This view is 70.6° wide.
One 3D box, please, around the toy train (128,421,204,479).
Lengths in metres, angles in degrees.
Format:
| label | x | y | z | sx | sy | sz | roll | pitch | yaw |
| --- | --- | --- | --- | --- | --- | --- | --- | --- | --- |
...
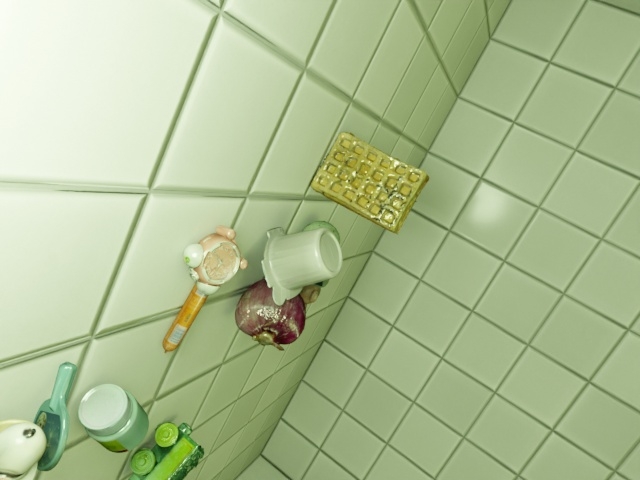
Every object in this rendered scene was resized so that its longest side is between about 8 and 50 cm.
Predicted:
| label | x | y | z | sx | sy | sz | roll | pitch | yaw |
| --- | --- | --- | --- | --- | --- | --- | --- | --- | --- |
| toy train | -0.577 | 0.824 | 1.697 | 0.271 | 0.188 | 0.159 | -45 | 157 | -29 |

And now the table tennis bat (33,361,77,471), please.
| label | x | y | z | sx | sy | sz | roll | pitch | yaw |
| --- | --- | --- | --- | --- | --- | --- | --- | --- | --- |
| table tennis bat | -0.607 | 0.397 | 1.029 | 0.038 | 0.149 | 0.237 | 23 | 78 | -50 |

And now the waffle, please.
| label | x | y | z | sx | sy | sz | roll | pitch | yaw |
| --- | --- | --- | --- | --- | --- | --- | --- | --- | --- |
| waffle | 0.183 | -0.220 | 1.680 | 0.260 | 0.376 | 0.114 | -60 | 162 | 2 |

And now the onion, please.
| label | x | y | z | sx | sy | sz | roll | pitch | yaw |
| --- | --- | --- | --- | --- | --- | --- | --- | --- | --- |
| onion | -0.168 | 0.218 | 1.717 | 0.348 | 0.267 | 0.159 | -75 | -179 | -45 |

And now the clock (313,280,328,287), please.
| label | x | y | z | sx | sy | sz | roll | pitch | yaw |
| --- | --- | --- | --- | --- | --- | --- | --- | --- | --- |
| clock | -0.002 | 0.095 | 2.020 | 0.243 | 0.200 | 0.146 | -64 | 161 | -59 |

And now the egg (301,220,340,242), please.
| label | x | y | z | sx | sy | sz | roll | pitch | yaw |
| --- | --- | --- | --- | --- | --- | --- | --- | --- | --- |
| egg | 0.000 | 0.000 | 1.897 | 0.169 | 0.169 | 0.231 | -63 | 172 | 14 |

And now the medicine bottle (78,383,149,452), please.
| label | x | y | z | sx | sy | sz | roll | pitch | yaw |
| --- | --- | --- | --- | --- | --- | --- | --- | --- | --- |
| medicine bottle | -0.568 | 0.493 | 1.249 | 0.139 | 0.139 | 0.225 | -47 | 160 | -32 |

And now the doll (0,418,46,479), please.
| label | x | y | z | sx | sy | sz | roll | pitch | yaw |
| --- | --- | --- | --- | --- | --- | --- | --- | --- | --- |
| doll | -0.637 | 0.482 | 0.869 | 0.208 | 0.144 | 0.271 | -37 | -144 | 40 |

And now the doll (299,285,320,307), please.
| label | x | y | z | sx | sy | sz | roll | pitch | yaw |
| --- | --- | --- | --- | --- | --- | --- | --- | --- | --- |
| doll | -0.128 | 0.264 | 2.102 | 0.303 | 0.156 | 0.201 | -46 | -150 | 25 |

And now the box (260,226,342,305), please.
| label | x | y | z | sx | sy | sz | roll | pitch | yaw |
| --- | --- | --- | --- | --- | --- | --- | --- | --- | --- |
| box | -0.055 | 0.077 | 1.590 | 0.262 | 0.207 | 0.291 | 49 | 37 | -36 |

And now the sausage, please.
| label | x | y | z | sx | sy | sz | roll | pitch | yaw |
| --- | --- | --- | --- | --- | --- | --- | --- | --- | --- |
| sausage | -0.389 | 0.197 | 1.376 | 0.347 | 0.053 | 0.053 | -60 | 162 | 5 |

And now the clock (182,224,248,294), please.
| label | x | y | z | sx | sy | sz | roll | pitch | yaw |
| --- | --- | --- | --- | --- | --- | --- | --- | --- | --- |
| clock | -0.306 | 0.056 | 1.281 | 0.162 | 0.093 | 0.165 | -42 | 132 | -34 |
